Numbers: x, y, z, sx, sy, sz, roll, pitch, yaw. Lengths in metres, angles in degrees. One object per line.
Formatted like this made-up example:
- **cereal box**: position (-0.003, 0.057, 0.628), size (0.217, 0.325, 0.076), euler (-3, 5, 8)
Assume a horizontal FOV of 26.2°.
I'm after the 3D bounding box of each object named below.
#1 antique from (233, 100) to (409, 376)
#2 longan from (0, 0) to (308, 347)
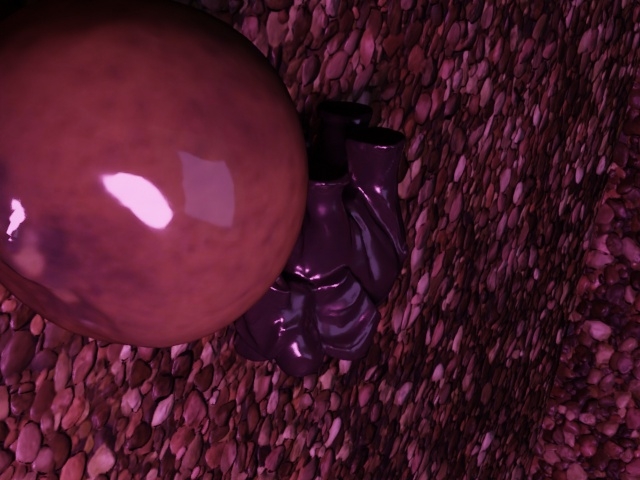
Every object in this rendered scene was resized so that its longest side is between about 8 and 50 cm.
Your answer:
- **antique**: position (0.000, 0.000, 1.596), size (0.322, 0.185, 0.255), euler (-32, 133, -55)
- **longan**: position (-0.162, -0.061, 1.140), size (0.319, 0.319, 0.319), euler (-39, 140, -44)
